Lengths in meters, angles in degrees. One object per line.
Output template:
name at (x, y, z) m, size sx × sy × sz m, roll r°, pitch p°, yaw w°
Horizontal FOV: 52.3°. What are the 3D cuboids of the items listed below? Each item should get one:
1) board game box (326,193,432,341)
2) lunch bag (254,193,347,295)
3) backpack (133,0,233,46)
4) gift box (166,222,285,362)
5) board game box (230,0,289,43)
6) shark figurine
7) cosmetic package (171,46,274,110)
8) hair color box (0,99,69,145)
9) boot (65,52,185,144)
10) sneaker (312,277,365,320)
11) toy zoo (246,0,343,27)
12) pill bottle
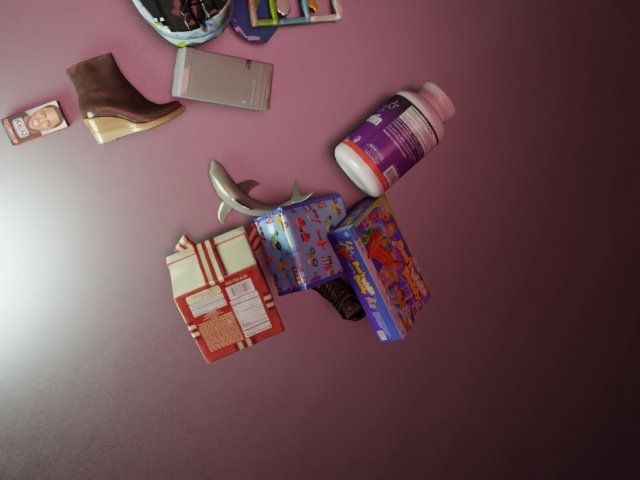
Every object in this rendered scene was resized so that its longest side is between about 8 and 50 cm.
board game box at (0.172, 0.072, 1.820) m, size 0.233 × 0.078 × 0.347 m, roll -46°, pitch 114°, yaw -48°
lunch bag at (0.000, 0.000, 1.770) m, size 0.293 × 0.138 × 0.221 m, roll -17°, pitch 89°, yaw -39°
backpack at (-0.346, -0.647, 1.557) m, size 0.290 × 0.273 × 0.356 m, roll -30°, pitch 82°, yaw -8°
gift box at (-0.247, 0.110, 1.698) m, size 0.255 × 0.258 × 0.276 m, roll -19°, pitch 118°, yaw -8°
board game box at (-0.164, -0.600, 1.708) m, size 0.133 × 0.033 × 0.169 m, roll 37°, pitch 82°, yaw -17°
shark figurine at (-0.172, -0.102, 1.758) m, size 0.278 × 0.116 × 0.166 m, roll 12°, pitch 98°, yaw -14°
cosmetic package at (-0.250, -0.410, 1.668) m, size 0.238 × 0.107 × 0.127 m, roll 2°, pitch 101°, yaw -28°
hair color box at (-0.710, -0.292, 1.626) m, size 0.141 × 0.043 × 0.072 m, roll -23°, pitch 104°, yaw -9°
boot at (-0.488, -0.373, 1.641) m, size 0.248 × 0.090 × 0.207 m, roll -21°, pitch 103°, yaw -11°
sneaker at (0.047, 0.147, 1.849) m, size 0.087 × 0.130 × 0.227 m, roll -45°, pitch 105°, yaw -4°
toy zoo at (-0.054, -0.666, 1.705) m, size 0.293 × 0.030 × 0.192 m, roll -12°, pitch 97°, yaw -17°
pill bottle at (0.207, -0.281, 1.780) m, size 0.323 × 0.181 × 0.181 m, roll -42°, pitch 107°, yaw -4°
